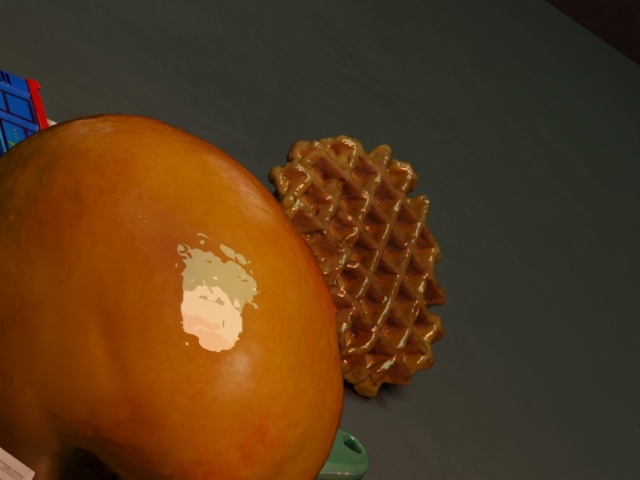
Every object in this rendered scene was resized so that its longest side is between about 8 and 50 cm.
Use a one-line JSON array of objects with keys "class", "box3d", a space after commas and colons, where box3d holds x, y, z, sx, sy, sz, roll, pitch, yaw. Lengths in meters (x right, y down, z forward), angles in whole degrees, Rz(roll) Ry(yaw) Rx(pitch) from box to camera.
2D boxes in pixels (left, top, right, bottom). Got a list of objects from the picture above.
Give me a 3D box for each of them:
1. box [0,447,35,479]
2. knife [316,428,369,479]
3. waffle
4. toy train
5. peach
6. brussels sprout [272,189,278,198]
[{"class": "box", "box3d": [-0.261, 0.151, 0.955, 0.130, 0.129, 0.051, 39, 23, -8]}, {"class": "knife", "box3d": [-0.053, 0.183, 1.346, 0.260, 0.034, 0.063, 5, 39, -49]}, {"class": "waffle", "box3d": [0.039, 0.025, 1.576, 0.249, 0.056, 0.253, 13, 72, -48]}, {"class": "toy train", "box3d": [-0.266, -0.058, 1.357, 0.131, 0.083, 0.204, 23, 29, -38]}, {"class": "peach", "box3d": [-0.127, 0.057, 1.102, 0.289, 0.289, 0.308, 31, 44, -24]}, {"class": "brussels sprout", "box3d": [-0.002, 0.001, 1.646, 0.139, 0.100, 0.181, 57, 24, 2]}]
